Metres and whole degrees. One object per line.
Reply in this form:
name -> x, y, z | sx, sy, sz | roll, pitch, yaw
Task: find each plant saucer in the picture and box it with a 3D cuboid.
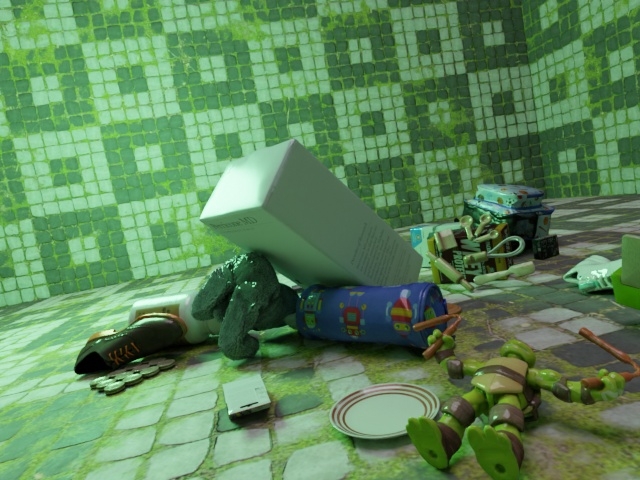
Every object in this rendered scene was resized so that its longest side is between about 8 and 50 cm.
plant saucer -> 0.265, 0.152, 0.944 | 0.084, 0.013, 0.083 | -10, 6, 1

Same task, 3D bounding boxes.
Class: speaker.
speaker -> -0.034, 0.152, 1.318 | 0.136, 0.055, 0.055 | -11, 5, -13

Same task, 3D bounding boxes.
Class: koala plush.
koala plush -> -0.123, 0.137, 0.954 | 0.196, 0.203, 0.221 | 38, 9, 38

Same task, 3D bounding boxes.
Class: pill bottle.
pill bottle -> -0.334, 0.191, 1.060 | 0.230, 0.131, 0.131 | -9, 5, 10

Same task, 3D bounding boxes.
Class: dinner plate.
dinner plate -> 0.082, 0.220, 0.553 | 0.141, 0.017, 0.141 | -9, 6, 1

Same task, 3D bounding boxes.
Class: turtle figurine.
turtle figurine -> 0.191, 0.170, 0.496 | 0.270, 0.087, 0.217 | 6, 22, 42

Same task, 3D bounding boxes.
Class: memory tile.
memory tile -> -0.388, 0.276, 0.895 | 0.113, 0.012, 0.148 | -6, 7, 41

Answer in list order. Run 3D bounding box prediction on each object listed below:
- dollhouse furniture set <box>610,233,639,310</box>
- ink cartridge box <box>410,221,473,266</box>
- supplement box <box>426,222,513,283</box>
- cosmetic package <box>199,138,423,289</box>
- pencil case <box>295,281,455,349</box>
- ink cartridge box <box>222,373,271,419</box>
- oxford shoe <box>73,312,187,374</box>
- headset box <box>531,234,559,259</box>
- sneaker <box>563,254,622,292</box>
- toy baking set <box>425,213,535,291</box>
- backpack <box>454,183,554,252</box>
dollhouse furniture set -> 0.631, -0.004, 0.666 | 0.302, 0.151, 0.198 | -25, 23, -24
ink cartridge box -> 0.411, 0.015, 1.451 | 0.082, 0.139, 0.191 | -14, 6, -43
supplement box -> 0.435, 0.035, 1.239 | 0.194, 0.128, 0.191 | -8, 6, 30
cosmetic package -> 0.000, 0.000, 0.944 | 0.230, 0.161, 0.453 | -5, -35, 47
pencil case -> 0.097, 0.139, 0.825 | 0.306, 0.119, 0.133 | -6, 1, 41
ink cartridge box -> -0.111, 0.240, 0.648 | 0.063, 0.029, 0.115 | -11, 6, -16
oxford shoe -> -0.421, 0.240, 0.959 | 0.272, 0.096, 0.098 | -21, 23, 15
headset box -> 0.682, 0.019, 1.300 | 0.083, 0.062, 0.032 | -14, 7, -24
sneaker -> 0.578, 0.079, 0.874 | 0.094, 0.080, 0.212 | -22, -2, 2
toy baking set -> 0.397, 0.031, 1.096 | 0.197, 0.256, 0.030 | -43, -41, 6
backpack -> 0.656, -0.090, 1.495 | 0.264, 0.213, 0.276 | 3, 21, -27
